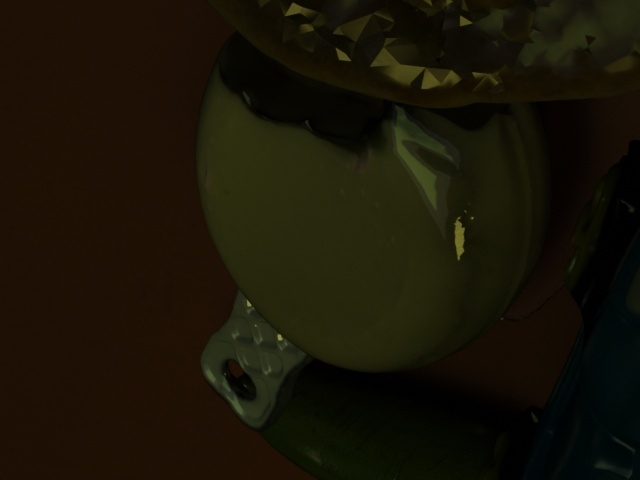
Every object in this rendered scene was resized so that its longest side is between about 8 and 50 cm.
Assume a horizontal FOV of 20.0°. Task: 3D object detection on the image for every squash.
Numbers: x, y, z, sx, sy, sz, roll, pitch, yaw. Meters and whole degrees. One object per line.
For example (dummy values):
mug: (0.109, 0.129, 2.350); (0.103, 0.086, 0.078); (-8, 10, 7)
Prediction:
squash: (0.032, 0.103, 0.922); (0.201, 0.066, 0.066); (20, 130, 39)

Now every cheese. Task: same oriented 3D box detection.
cheese: (0.013, 0.015, 0.772); (0.163, 0.071, 0.249); (33, 136, 29)

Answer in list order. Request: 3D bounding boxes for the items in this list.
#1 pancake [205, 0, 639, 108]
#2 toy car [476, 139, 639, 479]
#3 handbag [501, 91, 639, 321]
pancake: (0.063, -0.193, 0.544); (0.356, 0.065, 0.356); (1, 123, 2)
toy car: (0.161, 0.103, 0.678); (0.198, 0.166, 0.314); (20, 135, 4)
handbag: (0.088, -0.078, 0.735); (0.157, 0.059, 0.212); (45, 139, 9)
